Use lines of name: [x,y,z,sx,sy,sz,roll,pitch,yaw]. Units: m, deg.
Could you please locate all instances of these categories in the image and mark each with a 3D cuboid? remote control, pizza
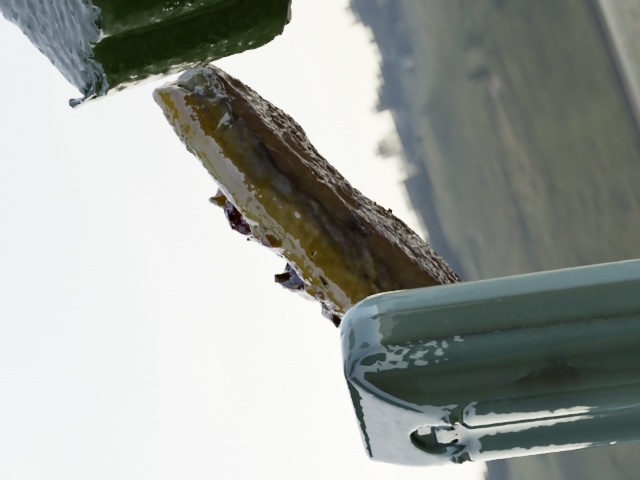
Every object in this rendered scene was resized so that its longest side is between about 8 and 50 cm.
remote control: [0.181,0.059,0.928,0.128,0.335,0.065,75,-171,-53]
pizza: [0.000,0.000,1.264,0.305,0.085,0.161,43,-168,-9]

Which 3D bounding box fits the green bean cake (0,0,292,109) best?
green bean cake: [-0.124,-0.235,0.997,0.250,0.156,0.247,47,149,35]
